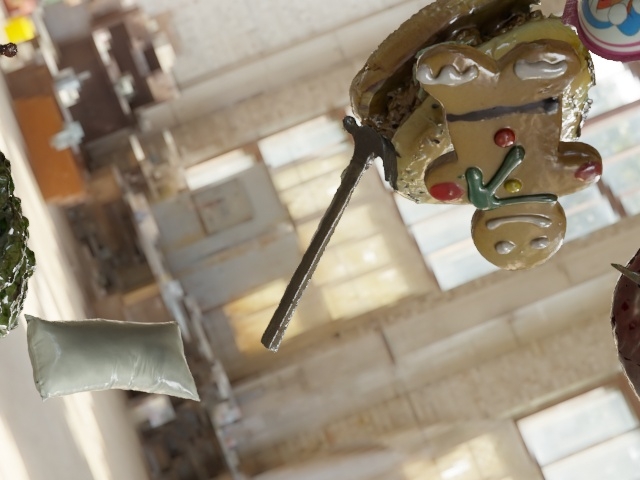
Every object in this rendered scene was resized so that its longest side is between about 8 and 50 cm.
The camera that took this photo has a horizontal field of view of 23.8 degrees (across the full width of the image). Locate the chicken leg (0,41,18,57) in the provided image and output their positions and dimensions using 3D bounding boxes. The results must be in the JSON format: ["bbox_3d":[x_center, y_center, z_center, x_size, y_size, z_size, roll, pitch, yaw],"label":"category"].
[{"bbox_3d":[-0.553,-0.276,2.314,0.053,0.205,0.093,19,47,-59],"label":"chicken leg"}]

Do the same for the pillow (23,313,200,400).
[{"bbox_3d":[-0.292,0.168,2.141,0.078,0.254,0.144,-59,-138,32],"label":"pillow"}]

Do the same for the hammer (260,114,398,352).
[{"bbox_3d":[0.001,0.000,1.808,0.027,0.297,0.125,18,16,-43],"label":"hammer"}]

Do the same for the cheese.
[{"bbox_3d":[0.318,-0.224,1.336,0.062,0.244,0.155,36,65,-42],"label":"cheese"}]

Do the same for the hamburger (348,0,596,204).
[{"bbox_3d":[0.188,-0.181,1.989,0.195,0.277,0.318,60,-18,27],"label":"hamburger"}]

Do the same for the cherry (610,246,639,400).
[{"bbox_3d":[0.390,0.095,1.386,0.300,0.203,0.230,23,20,-22],"label":"cherry"}]

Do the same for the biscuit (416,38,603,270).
[{"bbox_3d":[0.209,-0.085,1.663,0.049,0.197,0.301,-83,166,-51],"label":"biscuit"}]

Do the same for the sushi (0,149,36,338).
[{"bbox_3d":[-0.419,0.029,1.309,0.294,0.352,0.178,47,-26,5],"label":"sushi"}]
